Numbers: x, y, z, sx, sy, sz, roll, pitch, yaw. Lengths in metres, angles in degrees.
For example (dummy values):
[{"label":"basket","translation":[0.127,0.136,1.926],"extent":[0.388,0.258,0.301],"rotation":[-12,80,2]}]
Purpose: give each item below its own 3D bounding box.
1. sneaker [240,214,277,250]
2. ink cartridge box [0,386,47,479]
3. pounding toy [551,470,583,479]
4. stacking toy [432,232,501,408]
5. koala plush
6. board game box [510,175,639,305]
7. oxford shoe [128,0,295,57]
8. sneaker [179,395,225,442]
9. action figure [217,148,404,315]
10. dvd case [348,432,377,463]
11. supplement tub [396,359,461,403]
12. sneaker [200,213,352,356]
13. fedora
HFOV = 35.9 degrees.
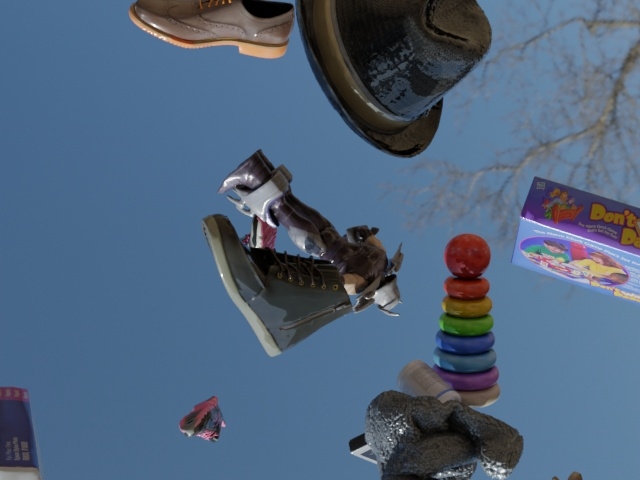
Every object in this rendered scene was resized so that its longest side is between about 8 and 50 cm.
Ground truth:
[{"label":"sneaker","translation":[-0.124,0.008,1.790],"extent":[0.075,0.170,0.063],"rotation":[22,-129,14]},{"label":"ink cartridge box","translation":[-0.444,0.350,1.472],"extent":[0.071,0.324,0.330],"rotation":[-9,-75,-17]},{"label":"pounding toy","translation":[0.514,0.576,2.036],"extent":[0.154,0.155,0.269],"rotation":[-57,-38,-19]},{"label":"stacking toy","translation":[0.279,0.147,1.903],"extent":[0.141,0.141,0.330],"rotation":[-15,-73,-51]},{"label":"koala plush","translation":[0.129,0.335,1.327],"extent":[0.203,0.196,0.221],"rotation":[28,-122,-9]},{"label":"board game box","translation":[0.495,0.023,1.612],"extent":[0.233,0.347,0.078],"rotation":[71,-140,-70]},{"label":"oxford shoe","translation":[-0.233,-0.502,2.164],"extent":[0.364,0.132,0.130],"rotation":[3,-132,-21]},{"label":"sneaker","translation":[-0.159,0.258,1.378],"extent":[0.057,0.047,0.119],"rotation":[66,-168,-2]},{"label":"action figure","translation":[0.000,0.000,1.294],"extent":[0.285,0.099,0.185],"rotation":[42,-155,1]},{"label":"dvd case","translation":[0.192,0.368,1.778],"extent":[0.239,0.179,0.029],"rotation":[30,-142,-42]},{"label":"supplement tub","translation":[0.195,0.273,1.786],"extent":[0.071,0.071,0.107],"rotation":[9,-154,-46]},{"label":"sneaker","translation":[-0.047,0.030,1.104],"extent":[0.083,0.118,0.222],"rotation":[63,180,43]},{"label":"fedora","translation":[0.115,-0.270,1.256],"extent":[0.334,0.153,0.334],"rotation":[32,-134,-42]}]
